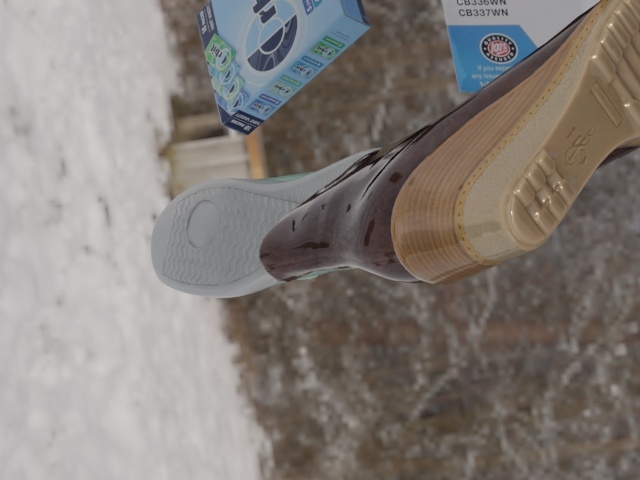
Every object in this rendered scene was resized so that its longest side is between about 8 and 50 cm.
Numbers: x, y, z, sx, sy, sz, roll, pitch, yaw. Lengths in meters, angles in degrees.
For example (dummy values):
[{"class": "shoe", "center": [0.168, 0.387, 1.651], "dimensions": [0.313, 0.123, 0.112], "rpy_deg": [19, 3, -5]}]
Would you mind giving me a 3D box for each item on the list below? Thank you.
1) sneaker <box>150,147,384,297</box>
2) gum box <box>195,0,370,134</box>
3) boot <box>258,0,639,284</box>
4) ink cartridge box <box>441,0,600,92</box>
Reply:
[{"class": "sneaker", "center": [0.000, 0.000, 1.259], "dimensions": [0.151, 0.256, 0.094], "rpy_deg": [17, 66, -54]}, {"class": "gum box", "center": [-0.042, -0.222, 1.651], "dimensions": [0.184, 0.041, 0.157], "rpy_deg": [-39, -130, 31]}, {"class": "boot", "center": [0.095, -0.065, 0.919], "dimensions": [0.207, 0.248, 0.090], "rpy_deg": [-6, -59, 53]}, {"class": "ink cartridge box", "center": [0.205, -0.274, 1.247], "dimensions": [0.197, 0.198, 0.270], "rpy_deg": [-47, 131, -47]}]
